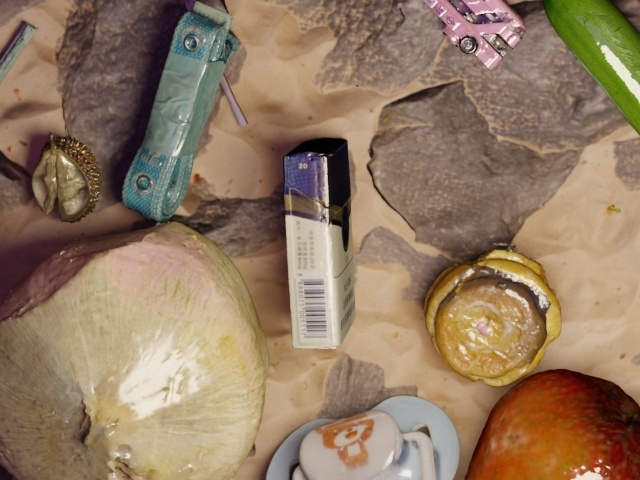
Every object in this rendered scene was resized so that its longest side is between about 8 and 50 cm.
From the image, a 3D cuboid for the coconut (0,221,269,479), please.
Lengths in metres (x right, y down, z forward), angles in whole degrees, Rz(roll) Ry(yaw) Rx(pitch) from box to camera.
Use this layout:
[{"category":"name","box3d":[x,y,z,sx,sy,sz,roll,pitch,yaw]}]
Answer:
[{"category":"coconut","box3d":[-0.258,0.184,1.799,0.405,0.404,0.404,1,101,7]}]

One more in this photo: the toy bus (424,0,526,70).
[{"category":"toy bus","box3d":[0.175,-0.316,1.802,0.090,0.063,0.203,-43,92,12]}]

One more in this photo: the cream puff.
[{"category":"cream puff","box3d":[0.230,0.093,1.837,0.189,0.129,0.189,4,109,12]}]

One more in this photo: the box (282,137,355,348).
[{"category":"box","box3d":[0.000,0.000,1.831,0.071,0.168,0.259,0,102,9]}]

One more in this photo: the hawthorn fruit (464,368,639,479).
[{"category":"hawthorn fruit","box3d":[0.300,0.345,1.814,0.285,0.285,0.369,39,121,-1]}]

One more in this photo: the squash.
[{"category":"squash","box3d":[0.391,-0.223,1.781,0.082,0.082,0.292,-39,93,12]}]

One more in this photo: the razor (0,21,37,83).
[{"category":"razor","box3d":[-0.458,-0.215,1.923,0.084,0.036,0.211,43,98,18]}]

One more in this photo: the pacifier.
[{"category":"pacifier","box3d":[0.070,0.343,1.901,0.279,0.227,0.207,-17,138,11]}]

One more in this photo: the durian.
[{"category":"durian","box3d":[-0.346,-0.097,1.905,0.110,0.071,0.140,9,126,20]}]

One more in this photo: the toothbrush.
[{"category":"toothbrush","box3d":[-0.143,-0.245,1.881,0.017,0.014,0.194,-21,97,11]}]

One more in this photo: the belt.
[{"category":"belt","box3d":[-0.189,-0.169,1.859,0.072,0.087,0.302,27,107,19]}]
